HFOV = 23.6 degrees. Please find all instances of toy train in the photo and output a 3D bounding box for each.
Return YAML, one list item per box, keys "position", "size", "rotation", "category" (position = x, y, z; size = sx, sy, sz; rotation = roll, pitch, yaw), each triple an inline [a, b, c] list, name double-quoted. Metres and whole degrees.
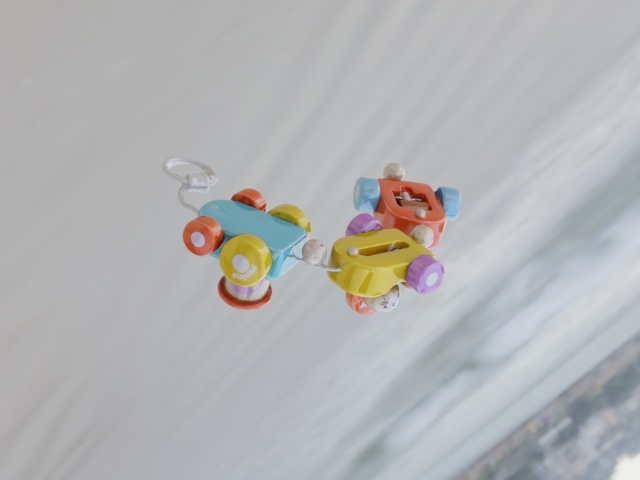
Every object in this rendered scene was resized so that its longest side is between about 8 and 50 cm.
- position: [0.000, 0.000, 0.795]
  size: [0.166, 0.125, 0.046]
  rotation: [4, 117, -18]
  category: "toy train"
